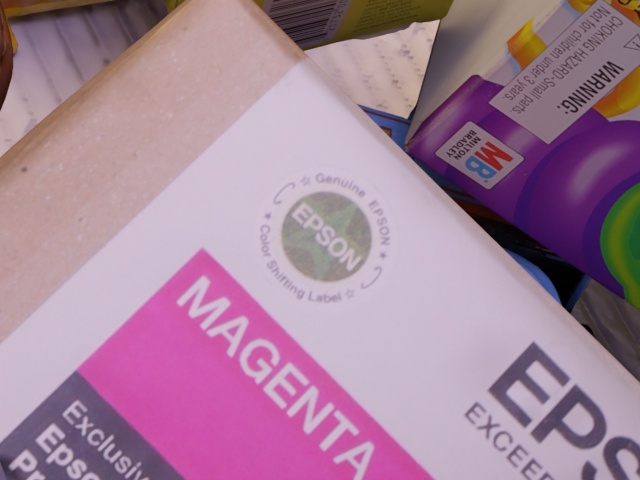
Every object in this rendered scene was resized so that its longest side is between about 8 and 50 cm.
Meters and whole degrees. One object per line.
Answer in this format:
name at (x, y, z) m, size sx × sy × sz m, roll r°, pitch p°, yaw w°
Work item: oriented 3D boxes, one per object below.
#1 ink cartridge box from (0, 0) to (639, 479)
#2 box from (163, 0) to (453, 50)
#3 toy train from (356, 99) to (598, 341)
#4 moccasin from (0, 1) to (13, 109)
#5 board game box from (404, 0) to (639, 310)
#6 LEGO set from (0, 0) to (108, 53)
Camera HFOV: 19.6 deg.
ink cartridge box at (-0.014, 0.085, 0.452) m, size 0.235 × 0.088 × 0.193 m, roll 44°, pitch 75°, yaw 1°
box at (-0.036, -0.167, 0.558) m, size 0.087 × 0.058 × 0.232 m, roll -15°, pitch 72°, yaw -18°
toy train at (0.000, 0.000, 0.573) m, size 0.184 × 0.080 × 0.105 m, roll 16°, pitch 46°, yaw -8°
moccasin at (-0.255, -0.022, 0.451) m, size 0.380 × 0.147 × 0.139 m, roll -12°, pitch 63°, yaw -26°
board game box at (0.186, -0.033, 0.566) m, size 0.275 × 0.144 × 0.142 m, roll 33°, pitch 42°, yaw -15°
LEGO set at (-0.106, -0.143, 0.606) m, size 0.287 × 0.107 × 0.132 m, roll 18°, pitch 54°, yaw -7°
